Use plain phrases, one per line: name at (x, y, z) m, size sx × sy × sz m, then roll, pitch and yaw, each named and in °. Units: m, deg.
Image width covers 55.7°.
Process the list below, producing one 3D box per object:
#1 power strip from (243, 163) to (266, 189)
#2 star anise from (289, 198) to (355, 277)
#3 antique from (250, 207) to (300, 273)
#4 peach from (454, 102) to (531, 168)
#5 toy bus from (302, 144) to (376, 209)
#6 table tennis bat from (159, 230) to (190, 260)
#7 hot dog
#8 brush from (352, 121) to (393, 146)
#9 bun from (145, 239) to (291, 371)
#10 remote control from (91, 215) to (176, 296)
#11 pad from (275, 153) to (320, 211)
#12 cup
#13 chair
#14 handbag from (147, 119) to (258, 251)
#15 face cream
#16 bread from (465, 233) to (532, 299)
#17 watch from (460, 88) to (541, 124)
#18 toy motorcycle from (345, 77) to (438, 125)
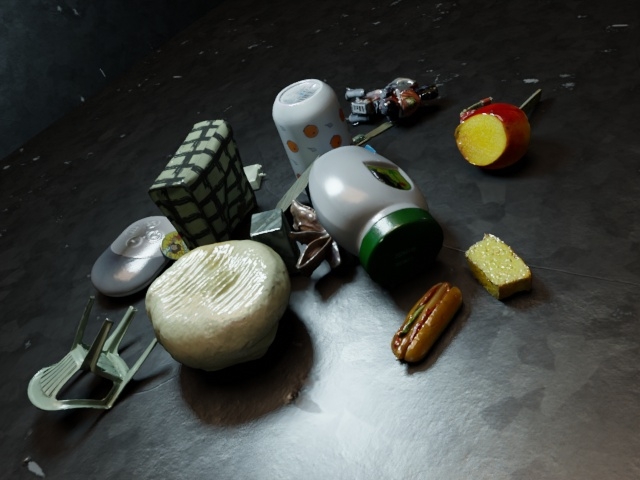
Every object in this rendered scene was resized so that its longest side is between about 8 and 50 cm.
power strip at (-0.360, -0.188, 2.111) m, size 0.367 × 0.043 × 0.106 m, roll -12°, pitch 39°, yaw 14°
star anise at (-0.001, -0.003, 1.637) m, size 0.198 × 0.110 × 0.257 m, roll 10°, pitch 41°, yaw -28°
antique at (-0.116, 0.014, 1.631) m, size 0.086 × 0.183 × 0.088 m, roll -13°, pitch 42°, yaw 10°
peach at (0.481, -0.292, 1.695) m, size 0.192 × 0.190 × 0.190 m, roll -10°, pitch 38°, yaw -3°
toy bus at (0.079, -0.171, 1.794) m, size 0.246 × 0.134 × 0.113 m, roll -29°, pitch 38°, yaw -5°
table tennis bat at (-0.418, 0.013, 1.868) m, size 0.155 × 0.019 × 0.100 m, roll -10°, pitch 66°, yaw -27°
hot dog at (0.234, 0.183, 1.353) m, size 0.092 × 0.062 × 0.235 m, roll 18°, pitch 54°, yaw 36°
brush at (0.162, -0.362, 2.067) m, size 0.190 × 0.027 × 0.034 m, roll -31°, pitch 40°, yaw -11°
bun at (-0.230, 0.166, 1.479) m, size 0.365 × 0.219 × 0.365 m, roll -13°, pitch 40°, yaw 11°
remote control at (-0.568, 0.044, 1.888) m, size 0.221 × 0.103 × 0.332 m, roll 11°, pitch 50°, yaw 27°
pad at (-0.090, -0.136, 1.807) m, size 0.265 × 0.009 × 0.159 m, roll -44°, pitch 18°, yaw 43°
cup at (-0.012, -0.320, 1.868) m, size 0.212 × 0.317 × 0.212 m, roll -13°, pitch 39°, yaw 11°
chair at (-0.580, 0.299, 1.535) m, size 0.203 × 0.190 × 0.274 m, roll 29°, pitch 89°, yaw 46°
handbag at (-0.327, -0.136, 1.802) m, size 0.162 × 0.327 × 0.325 m, roll -4°, pitch 41°, yaw 24°
face cream at (0.134, -0.079, 1.549) m, size 0.312 × 0.219 × 0.357 m, roll 5°, pitch 38°, yaw -35°
bread at (0.411, 0.061, 1.409) m, size 0.103 × 0.065 × 0.187 m, roll -29°, pitch 39°, yaw -5°
watch at (0.550, -0.399, 1.876) m, size 0.165 × 0.102 × 0.268 m, roll 19°, pitch 46°, yaw 43°
toy motorcycle at (0.195, -0.475, 2.100) m, size 0.401 × 0.134 × 0.207 m, roll 6°, pitch 34°, yaw 36°
